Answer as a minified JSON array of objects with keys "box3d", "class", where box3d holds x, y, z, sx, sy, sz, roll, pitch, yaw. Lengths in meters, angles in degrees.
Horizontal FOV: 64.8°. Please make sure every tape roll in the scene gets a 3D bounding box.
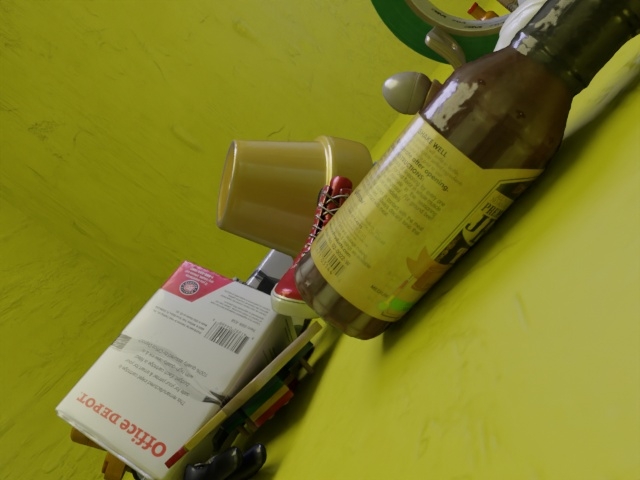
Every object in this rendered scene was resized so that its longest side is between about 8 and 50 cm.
[{"box3d":[0.212,-0.396,0.654,0.321,0.321,0.077,-49,6,39],"class":"tape roll"}]

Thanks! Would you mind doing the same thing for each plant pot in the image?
[{"box3d":[-0.059,-0.082,0.936,0.254,0.239,0.253,-170,90,-71],"class":"plant pot"}]

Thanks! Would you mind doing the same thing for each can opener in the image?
[{"box3d":[-0.102,0.256,0.549,0.059,0.073,0.186,-1,-36,-37],"class":"can opener"}]

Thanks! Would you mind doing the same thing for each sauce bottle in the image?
[{"box3d":[0.114,-0.062,0.417,0.344,0.111,0.111,-51,5,24],"class":"sauce bottle"}]

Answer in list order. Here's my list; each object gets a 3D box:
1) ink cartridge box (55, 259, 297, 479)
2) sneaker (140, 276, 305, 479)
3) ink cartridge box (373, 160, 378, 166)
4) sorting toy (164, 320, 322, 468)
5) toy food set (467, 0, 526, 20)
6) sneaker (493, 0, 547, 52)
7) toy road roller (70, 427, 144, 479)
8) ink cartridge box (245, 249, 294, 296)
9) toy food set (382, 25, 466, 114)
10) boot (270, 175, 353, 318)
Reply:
[{"box3d":[-0.188,0.187,0.712,0.272,0.197,0.114,-54,-29,-32],"class":"ink cartridge box"},{"box3d":[-0.205,0.237,0.866,0.410,0.182,0.158,-54,4,-20],"class":"sneaker"},{"box3d":[0.083,-0.071,1.032,0.104,0.060,0.180,-65,10,-26],"class":"ink cartridge box"},{"box3d":[-0.061,0.178,0.597,0.132,0.046,0.274,-48,-8,37],"class":"sorting toy"},{"box3d":[0.377,-0.471,0.924,0.111,0.105,0.232,-54,5,-11],"class":"toy food set"},{"box3d":[0.211,-0.171,0.571,0.094,0.080,0.212,-60,-3,-26],"class":"sneaker"},{"box3d":[-0.421,0.392,1.183,0.202,0.241,0.329,143,146,-73],"class":"toy road roller"},{"box3d":[-0.132,0.153,1.123,0.307,0.129,0.223,-55,5,-28],"class":"ink cartridge box"},{"box3d":[0.104,-0.119,0.671,0.219,0.093,0.306,-60,-9,-61],"class":"toy food set"},{"box3d":[0.000,0.000,0.711,0.244,0.089,0.176,-42,-37,-72],"class":"boot"}]
